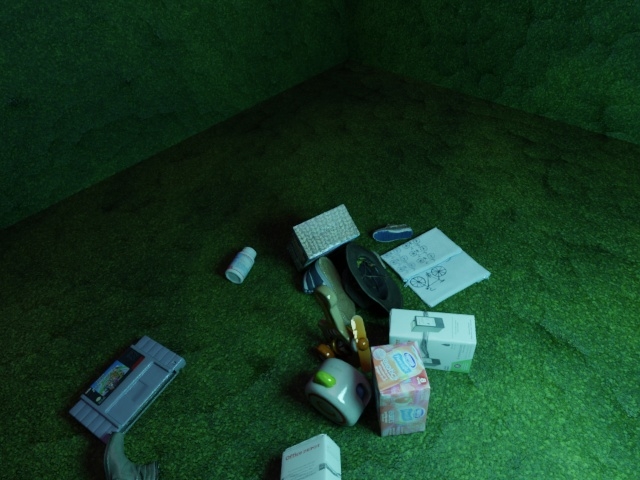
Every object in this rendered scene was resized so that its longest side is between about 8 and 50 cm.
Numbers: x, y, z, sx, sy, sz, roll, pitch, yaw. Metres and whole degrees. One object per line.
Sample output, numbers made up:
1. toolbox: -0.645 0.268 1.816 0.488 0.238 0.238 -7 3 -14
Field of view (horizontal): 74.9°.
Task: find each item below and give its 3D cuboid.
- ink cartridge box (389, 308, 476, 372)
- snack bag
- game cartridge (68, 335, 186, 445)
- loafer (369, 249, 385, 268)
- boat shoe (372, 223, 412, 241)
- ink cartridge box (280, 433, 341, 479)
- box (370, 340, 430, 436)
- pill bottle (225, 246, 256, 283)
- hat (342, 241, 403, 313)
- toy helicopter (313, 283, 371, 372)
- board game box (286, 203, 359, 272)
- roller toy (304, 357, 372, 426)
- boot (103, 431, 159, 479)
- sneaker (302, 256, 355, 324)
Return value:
1. ink cartridge box: 0.370 0.340 1.419 0.272 0.198 0.115 3 46 13
2. snack bag: 0.476 0.105 1.759 0.323 0.037 0.342 -24 46 -15
3. game cartridge: -0.694 0.526 1.511 0.230 0.068 0.355 22 52 23
4. loafer: 0.238 0.083 1.809 0.045 0.039 0.125 -44 47 12
5. boat shoe: 0.325 -0.038 1.917 0.183 0.066 0.066 -2 39 -7
6. ink cartridge box: -0.028 0.674 1.150 0.158 0.092 0.218 -30 27 16
7. box: 0.234 0.452 1.253 0.142 0.300 0.154 -8 43 2
8. pill bottle: -0.350 0.107 1.859 0.087 0.087 0.160 10 46 19
9. hat: 0.171 0.172 1.637 0.134 0.331 0.331 -39 38 24
10. toy helicopter: 0.067 0.297 1.401 0.140 0.355 0.235 -38 33 -27
11. board game box: 0.000 0.000 1.747 0.232 0.291 0.141 -25 81 -16
12. roller toy: 0.060 0.479 1.337 0.191 0.209 0.146 37 57 8
13. boot: -0.580 0.711 1.299 0.161 0.083 0.247 -9 49 -10
14. sneaker: 0.027 0.220 1.678 0.099 0.153 0.282 -11 70 -45
